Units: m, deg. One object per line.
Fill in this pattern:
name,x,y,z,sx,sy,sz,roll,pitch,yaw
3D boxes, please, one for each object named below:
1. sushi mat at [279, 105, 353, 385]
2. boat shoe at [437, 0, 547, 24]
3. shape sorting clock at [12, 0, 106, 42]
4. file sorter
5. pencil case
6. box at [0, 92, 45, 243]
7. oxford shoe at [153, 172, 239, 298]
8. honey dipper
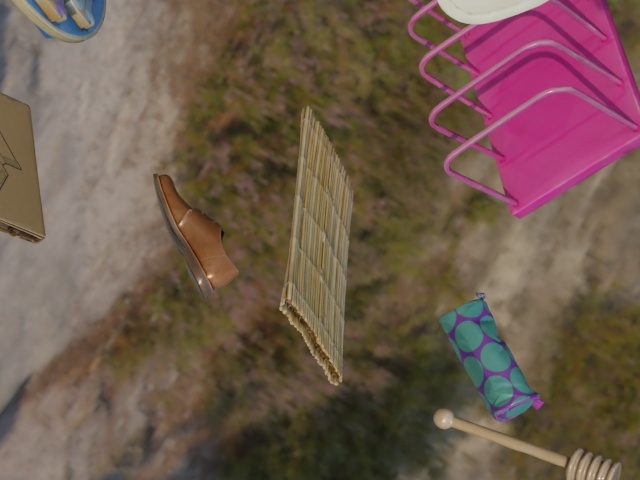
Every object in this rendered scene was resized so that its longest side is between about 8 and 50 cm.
sushi mat,0.000,0.000,1.642,0.317,0.019,0.151,-85,153,-46
boat shoe,0.237,-0.269,1.264,0.091,0.305,0.109,-106,-178,-62
shape sorting clock,-0.203,-0.233,1.000,0.040,0.206,0.206,-18,168,19
file sorter,0.228,-0.218,1.738,0.202,0.291,0.182,-33,143,32
pencil case,0.205,0.143,1.758,0.070,0.152,0.064,-6,148,-39
box,-0.399,-0.104,1.695,0.021,0.201,0.164,-34,142,28
oxford shoe,-0.186,-0.017,2.151,0.076,0.212,0.076,-26,159,-10
honey dipper,0.166,0.167,1.190,0.030,0.160,0.030,-44,144,-45
